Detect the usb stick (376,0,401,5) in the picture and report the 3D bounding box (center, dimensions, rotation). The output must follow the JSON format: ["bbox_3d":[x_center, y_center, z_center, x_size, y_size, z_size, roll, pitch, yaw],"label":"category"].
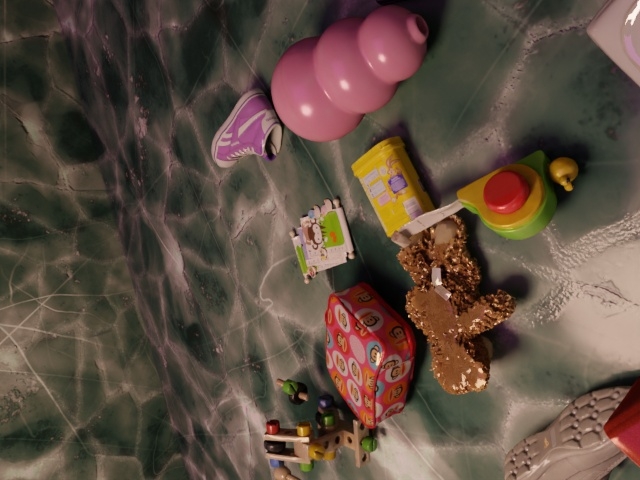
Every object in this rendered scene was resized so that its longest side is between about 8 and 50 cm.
[{"bbox_3d":[0.198,-0.459,0.865,0.278,0.045,0.077,14,107,47],"label":"usb stick"}]

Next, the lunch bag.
[{"bbox_3d":[0.092,0.252,1.172,0.258,0.120,0.293,44,143,43],"label":"lunch bag"}]

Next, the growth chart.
[{"bbox_3d":[0.000,0.000,1.293,0.237,0.021,0.172,-30,80,50],"label":"growth chart"}]

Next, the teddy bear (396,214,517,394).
[{"bbox_3d":[0.256,0.117,0.984,0.245,0.113,0.338,-44,62,41],"label":"teddy bear"}]

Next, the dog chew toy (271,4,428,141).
[{"bbox_3d":[0.058,-0.323,0.972,0.331,0.206,0.207,-19,89,43],"label":"dog chew toy"}]

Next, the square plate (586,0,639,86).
[{"bbox_3d":[0.490,-0.230,0.527,0.344,0.049,0.347,58,156,16],"label":"square plate"}]

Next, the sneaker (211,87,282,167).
[{"bbox_3d":[-0.198,-0.251,1.371,0.161,0.102,0.282,58,139,13],"label":"sneaker"}]

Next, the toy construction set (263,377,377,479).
[{"bbox_3d":[0.003,0.543,1.292,0.237,0.257,0.309,7,74,42],"label":"toy construction set"}]

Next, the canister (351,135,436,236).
[{"bbox_3d":[0.148,-0.105,1.036,0.126,0.073,0.170,-34,78,50],"label":"canister"}]

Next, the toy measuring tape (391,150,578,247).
[{"bbox_3d":[0.267,-0.033,0.848,0.330,0.121,0.121,-30,80,32],"label":"toy measuring tape"}]

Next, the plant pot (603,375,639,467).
[{"bbox_3d":[0.536,0.203,0.564,0.267,0.267,0.236,45,119,29],"label":"plant pot"}]

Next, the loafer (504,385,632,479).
[{"bbox_3d":[0.441,0.349,0.851,0.111,0.112,0.319,27,132,-3],"label":"loafer"}]
